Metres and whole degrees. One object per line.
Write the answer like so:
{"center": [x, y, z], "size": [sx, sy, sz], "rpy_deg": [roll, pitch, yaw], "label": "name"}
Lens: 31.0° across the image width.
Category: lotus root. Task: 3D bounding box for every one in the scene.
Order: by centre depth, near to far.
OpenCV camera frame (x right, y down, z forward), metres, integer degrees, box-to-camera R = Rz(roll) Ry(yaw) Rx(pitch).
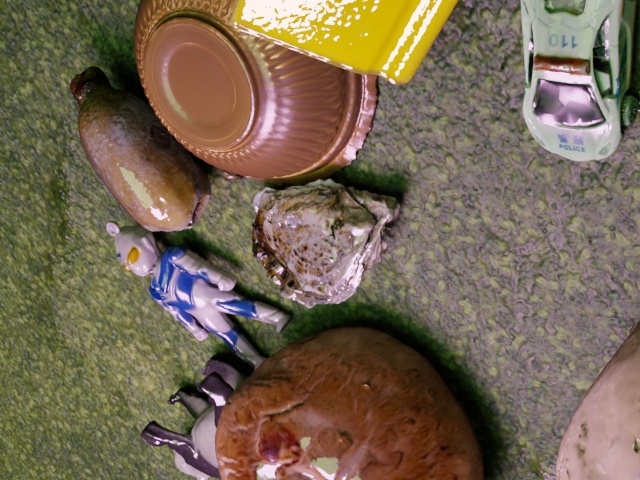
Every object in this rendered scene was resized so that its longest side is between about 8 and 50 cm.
{"center": [-0.183, -0.090, 1.141], "size": [0.088, 0.113, 0.192], "rpy_deg": [-40, 85, 8], "label": "lotus root"}

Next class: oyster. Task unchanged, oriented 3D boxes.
{"center": [0.000, 0.000, 1.089], "size": [0.177, 0.064, 0.125], "rpy_deg": [13, 123, 38], "label": "oyster"}

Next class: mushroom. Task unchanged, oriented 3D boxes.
{"center": [0.025, 0.223, 1.127], "size": [0.278, 0.146, 0.278], "rpy_deg": [1, 92, 15], "label": "mushroom"}

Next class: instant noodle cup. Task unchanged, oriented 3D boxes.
{"center": [-0.084, -0.152, 1.038], "size": [0.274, 0.091, 0.274], "rpy_deg": [19, 127, 27], "label": "instant noodle cup"}

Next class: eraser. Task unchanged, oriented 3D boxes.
{"center": [0.037, -0.226, 0.862], "size": [0.158, 0.069, 0.226], "rpy_deg": [17, 140, -13], "label": "eraser"}

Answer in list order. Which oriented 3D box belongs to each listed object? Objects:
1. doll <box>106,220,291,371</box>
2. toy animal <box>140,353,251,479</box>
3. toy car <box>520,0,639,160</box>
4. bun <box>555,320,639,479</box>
{"center": [-0.143, 0.054, 1.240], "size": [0.227, 0.057, 0.114], "rpy_deg": [36, 138, 9], "label": "doll"}
{"center": [-0.117, 0.212, 1.302], "size": [0.121, 0.094, 0.225], "rpy_deg": [44, 134, -6], "label": "toy animal"}
{"center": [0.190, -0.140, 0.855], "size": [0.093, 0.058, 0.186], "rpy_deg": [12, 123, 30], "label": "toy car"}
{"center": [0.341, 0.185, 0.829], "size": [0.362, 0.234, 0.326], "rpy_deg": [-5, 108, 33], "label": "bun"}
